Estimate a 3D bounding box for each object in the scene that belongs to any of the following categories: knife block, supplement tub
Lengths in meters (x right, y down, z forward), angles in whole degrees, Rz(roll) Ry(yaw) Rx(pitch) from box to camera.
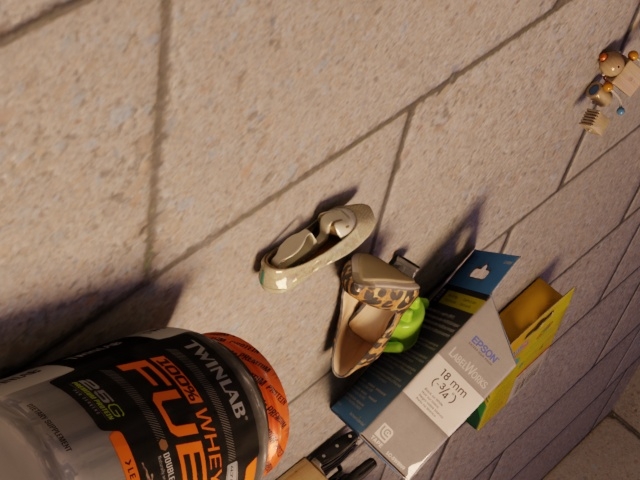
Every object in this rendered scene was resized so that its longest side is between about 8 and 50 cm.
[{"bbox_3d":[-0.028,0.403,2.048,0.242,0.088,0.275,-53,158,7],"label":"knife block"},{"bbox_3d":[-0.189,0.200,1.219,0.338,0.207,0.207,-18,143,-55],"label":"supplement tub"}]

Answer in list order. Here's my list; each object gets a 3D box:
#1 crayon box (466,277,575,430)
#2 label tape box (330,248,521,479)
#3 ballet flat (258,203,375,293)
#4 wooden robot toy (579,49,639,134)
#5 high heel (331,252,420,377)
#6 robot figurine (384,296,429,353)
[{"bbox_3d":[0.359,0.204,2.484,0.202,0.081,0.319,-38,157,-28],"label":"crayon box"},{"bbox_3d":[0.179,0.173,1.908,0.334,0.106,0.240,-47,-172,-5],"label":"label tape box"},{"bbox_3d":[0.000,0.000,1.466,0.168,0.057,0.052,-39,147,-26],"label":"ballet flat"},{"bbox_3d":[0.419,-0.243,1.898,0.079,0.076,0.173,31,101,-33],"label":"wooden robot toy"},{"bbox_3d":[0.048,0.111,1.682,0.186,0.093,0.261,-60,166,9],"label":"high heel"},{"bbox_3d":[0.110,0.114,1.855,0.115,0.067,0.101,98,18,-54],"label":"robot figurine"}]
